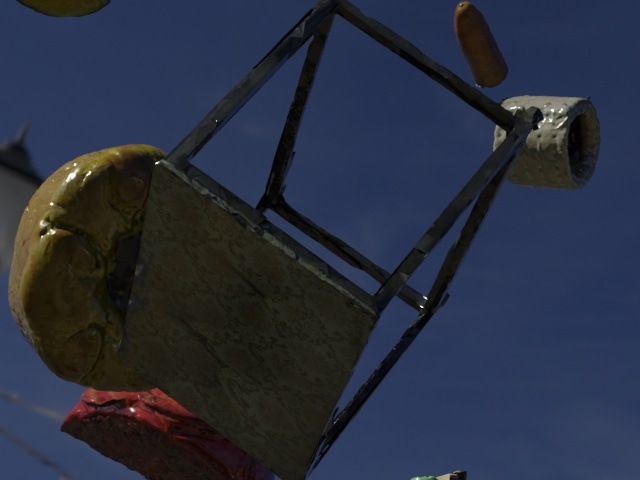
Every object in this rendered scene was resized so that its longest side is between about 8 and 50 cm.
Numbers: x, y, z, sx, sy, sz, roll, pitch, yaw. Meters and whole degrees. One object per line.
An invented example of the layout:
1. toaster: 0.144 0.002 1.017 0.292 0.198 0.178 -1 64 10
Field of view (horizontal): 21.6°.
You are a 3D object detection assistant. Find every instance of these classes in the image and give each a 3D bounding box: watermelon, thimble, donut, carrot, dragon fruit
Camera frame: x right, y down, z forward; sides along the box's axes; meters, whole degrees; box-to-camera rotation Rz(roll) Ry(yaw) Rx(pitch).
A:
1. watermelon: -0.336 -0.319 1.925 0.092 0.075 0.181 -9 -58 56
2. thimble: 0.241 -0.106 1.797 0.090 0.102 0.115 5 -16 28
3. donut: -0.222 0.023 1.765 0.208 0.261 0.128 24 -5 -34
4. carrot: 0.183 -0.234 1.984 0.048 0.048 0.139 2 -26 23
5. dragon fruit: -0.171 0.212 2.232 0.317 0.205 0.152 23 -38 13

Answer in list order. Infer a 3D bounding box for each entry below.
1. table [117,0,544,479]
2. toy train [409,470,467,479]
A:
1. table: 0.000 0.000 1.503 0.222 0.272 0.335 35 -33 9
2. toy train: 0.106 0.272 1.501 0.087 0.138 0.050 13 -23 -25
